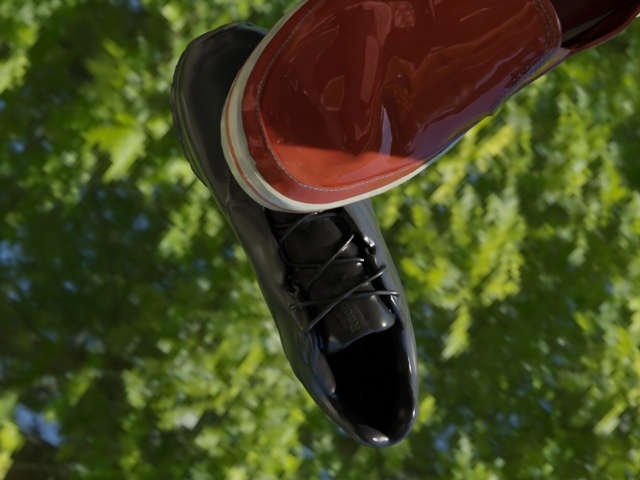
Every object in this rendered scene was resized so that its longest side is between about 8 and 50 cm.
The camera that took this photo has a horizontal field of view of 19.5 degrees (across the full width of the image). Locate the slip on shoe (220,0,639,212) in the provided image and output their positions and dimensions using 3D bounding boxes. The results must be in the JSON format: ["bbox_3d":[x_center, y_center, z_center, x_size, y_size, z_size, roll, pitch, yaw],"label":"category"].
[{"bbox_3d":[0.088,-0.126,1.051,0.331,0.123,0.101,-30,-176,-16],"label":"slip on shoe"}]

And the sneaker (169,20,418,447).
[{"bbox_3d":[0.000,0.000,1.128,0.109,0.286,0.130,-27,-155,0],"label":"sneaker"}]
